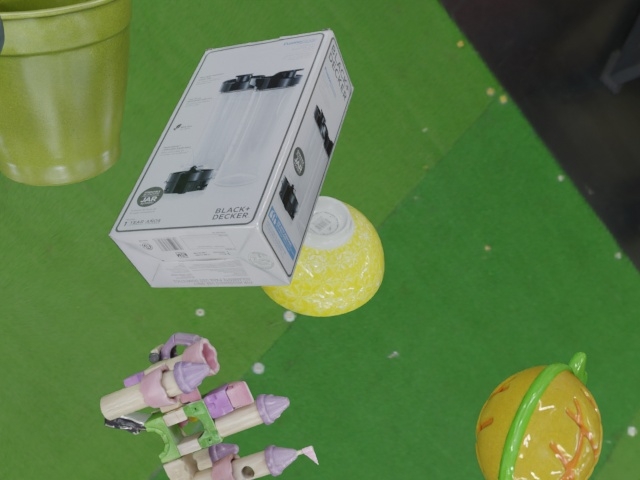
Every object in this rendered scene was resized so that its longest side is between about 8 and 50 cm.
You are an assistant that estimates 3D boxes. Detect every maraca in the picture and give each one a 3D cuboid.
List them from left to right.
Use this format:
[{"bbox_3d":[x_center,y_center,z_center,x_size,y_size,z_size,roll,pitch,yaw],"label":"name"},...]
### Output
[{"bbox_3d":[0.198,0.163,0.665,0.186,0.099,0.127,-14,118,-53],"label":"maraca"}]

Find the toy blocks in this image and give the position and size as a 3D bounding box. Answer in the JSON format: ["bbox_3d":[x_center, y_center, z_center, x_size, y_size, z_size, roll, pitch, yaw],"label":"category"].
[{"bbox_3d":[-0.174,0.302,1.344,0.260,0.309,0.288,-23,95,10],"label":"toy blocks"}]

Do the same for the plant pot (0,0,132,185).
[{"bbox_3d":[-0.514,-0.305,1.424,0.366,0.366,0.353,-18,127,-26],"label":"plant pot"}]

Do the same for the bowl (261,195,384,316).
[{"bbox_3d":[0.000,0.000,1.608,0.289,0.156,0.289,2,50,-2],"label":"bowl"}]

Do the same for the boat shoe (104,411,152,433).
[{"bbox_3d":[-0.364,0.355,1.475,0.125,0.046,0.038,9,95,13],"label":"boat shoe"}]

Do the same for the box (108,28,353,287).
[{"bbox_3d":[-0.080,-0.091,0.801,0.087,0.169,0.290,62,34,-44],"label":"box"}]

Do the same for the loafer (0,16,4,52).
[{"bbox_3d":[-0.371,-0.254,0.630,0.096,0.084,0.267,-42,85,17],"label":"loafer"}]
